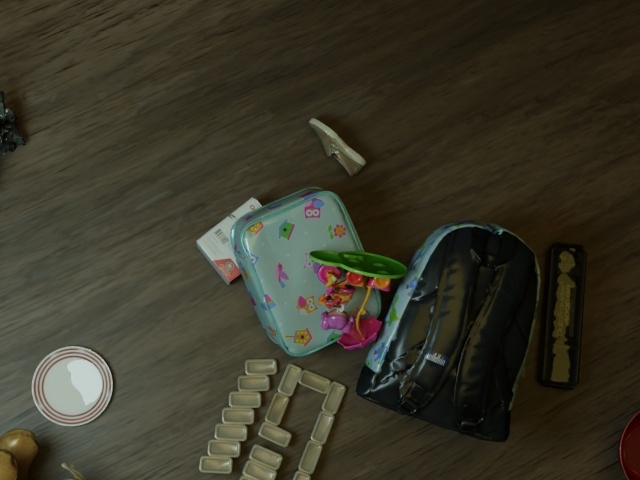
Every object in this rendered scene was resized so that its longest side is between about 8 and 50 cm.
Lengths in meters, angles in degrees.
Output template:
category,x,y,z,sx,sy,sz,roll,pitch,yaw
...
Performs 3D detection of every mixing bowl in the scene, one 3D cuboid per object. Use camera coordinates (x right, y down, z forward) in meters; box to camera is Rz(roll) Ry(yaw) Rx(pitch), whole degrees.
category,x,y,z,sx,sy,sz,roll,pitch,yaw
mixing bowl,0.622,0.392,1.980,0.181,0.098,0.181,1,79,-6

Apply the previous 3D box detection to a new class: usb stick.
category,x,y,z,sx,sy,sz,roll,pitch,yaw
usb stick,0.459,0.143,2.031,0.077,0.045,0.278,6,80,1

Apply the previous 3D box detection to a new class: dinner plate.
category,x,y,z,sx,sy,sz,roll,pitch,yaw
dinner plate,-0.442,0.260,1.913,0.141,0.017,0.141,1,81,-6

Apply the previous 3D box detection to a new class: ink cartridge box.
category,x,y,z,sx,sy,sz,roll,pitch,yaw
ink cartridge box,-0.146,0.002,1.974,0.135,0.056,0.099,-38,87,-11

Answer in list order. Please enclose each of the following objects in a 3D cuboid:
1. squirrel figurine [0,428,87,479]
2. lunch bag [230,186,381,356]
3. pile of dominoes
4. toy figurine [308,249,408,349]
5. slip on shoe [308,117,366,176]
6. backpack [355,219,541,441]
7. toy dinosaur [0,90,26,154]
category,x,y,z,sx,sy,sz,roll,pitch,yaw
squirrel figurine,-0.548,0.505,1.767,0.370,0.281,0.397,22,92,-13
lunch bag,-0.020,0.055,1.923,0.224,0.108,0.279,-26,106,-16
pile of dominoes,-0.089,0.343,1.945,0.196,0.040,0.251,24,70,-2
toy figurine,0.051,0.110,1.848,0.173,0.130,0.159,9,105,-9
slip on shoe,0.025,-0.177,2.033,0.135,0.051,0.041,41,90,-5
backpack,0.247,0.136,1.920,0.290,0.273,0.355,16,100,-2
toy dinosaur,-0.613,-0.159,1.855,0.164,0.218,0.322,31,120,-16
